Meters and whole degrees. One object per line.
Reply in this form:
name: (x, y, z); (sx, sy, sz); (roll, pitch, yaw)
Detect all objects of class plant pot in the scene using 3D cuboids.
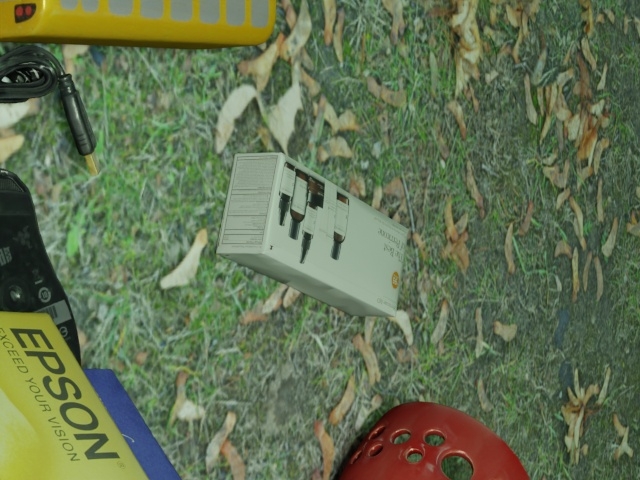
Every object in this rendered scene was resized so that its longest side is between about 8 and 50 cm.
plant pot: (0.096, 0.284, 1.309); (0.174, 0.191, 0.191); (-45, 127, -42)

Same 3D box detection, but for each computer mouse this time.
computer mouse: (-0.223, -0.010, 0.948); (0.184, 0.060, 0.262); (-33, 108, -49)

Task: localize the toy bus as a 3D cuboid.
toy bus: (-0.171, -0.211, 0.968); (0.333, 0.108, 0.130); (-10, 101, -56)

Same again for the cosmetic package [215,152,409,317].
cosmetic package: (0.000, 0.000, 1.269); (0.239, 0.060, 0.098); (27, 70, -53)

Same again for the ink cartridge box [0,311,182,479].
ink cartridge box: (-0.160, 0.162, 0.757); (0.307, 0.303, 0.072); (3, 129, -48)
